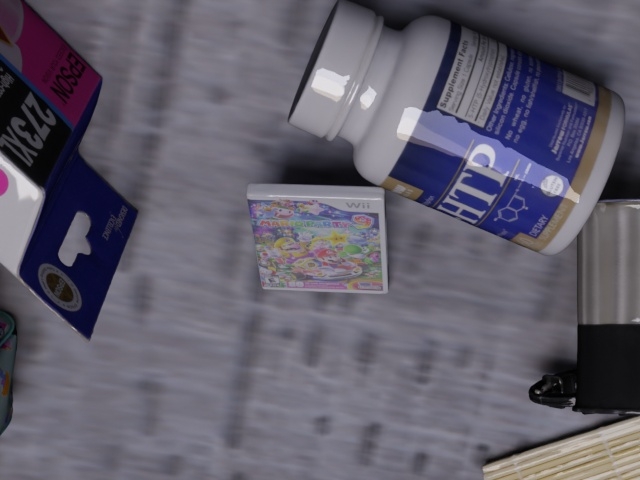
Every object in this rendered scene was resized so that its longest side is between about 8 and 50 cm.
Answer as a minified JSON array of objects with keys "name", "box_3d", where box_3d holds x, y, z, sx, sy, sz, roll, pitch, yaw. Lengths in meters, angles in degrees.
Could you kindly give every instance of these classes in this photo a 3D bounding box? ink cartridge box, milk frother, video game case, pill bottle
[{"name":"ink cartridge box","box_3d":[-0.238,-0.117,1.078,0.069,0.176,0.371,-36,109,21]},{"name":"milk frother","box_3d":[0.188,0.045,1.166,0.143,0.129,0.135,-2,86,35]},{"name":"video game case","box_3d":[0.000,0.000,1.172,0.087,0.011,0.122,2,149,5]},{"name":"pill bottle","box_3d":[0.081,-0.074,1.103,0.186,0.112,0.112,22,117,-5]}]

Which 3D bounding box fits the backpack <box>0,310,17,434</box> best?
[{"name":"backpack","box_3d":[-0.294,0.097,1.188,0.166,0.188,0.144,8,118,3]}]

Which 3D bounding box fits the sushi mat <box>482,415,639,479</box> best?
[{"name":"sushi mat","box_3d":[0.284,0.171,1.263,0.316,0.019,0.151,-20,113,15]}]
